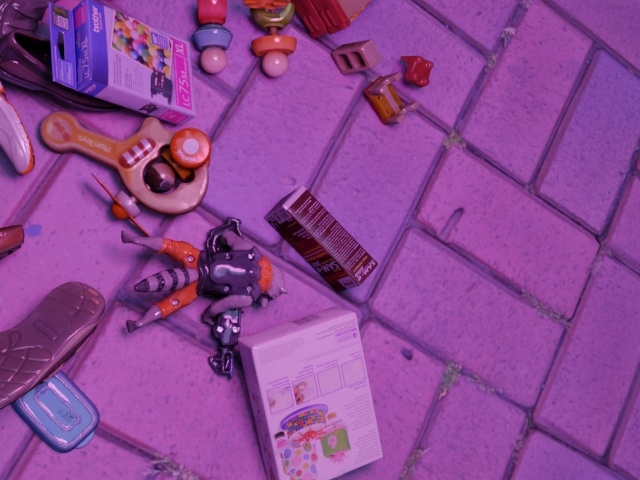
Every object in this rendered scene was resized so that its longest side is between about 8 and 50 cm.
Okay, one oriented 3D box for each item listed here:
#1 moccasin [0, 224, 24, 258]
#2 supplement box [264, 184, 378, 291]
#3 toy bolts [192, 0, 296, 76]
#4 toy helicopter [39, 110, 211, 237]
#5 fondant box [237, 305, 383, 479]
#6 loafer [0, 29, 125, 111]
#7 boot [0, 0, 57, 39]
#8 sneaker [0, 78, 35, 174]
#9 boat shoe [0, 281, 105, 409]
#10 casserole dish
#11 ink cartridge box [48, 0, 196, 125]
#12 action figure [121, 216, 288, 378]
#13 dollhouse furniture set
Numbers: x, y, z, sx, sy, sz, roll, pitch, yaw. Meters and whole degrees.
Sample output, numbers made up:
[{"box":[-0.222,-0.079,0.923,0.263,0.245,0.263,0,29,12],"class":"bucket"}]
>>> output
[{"box":[-0.742,-0.017,1.528,0.380,0.139,0.146,0,90,-13],"class":"moccasin"},{"box":[0.000,0.000,1.822,0.239,0.130,0.073,45,67,-8],"class":"supplement box"},{"box":[-0.163,-0.444,1.808,0.229,0.218,0.158,-2,88,-4],"class":"toy bolts"},{"box":[-0.404,-0.152,1.706,0.355,0.140,0.234,22,82,-6],"class":"toy helicopter"},{"box":[-0.018,0.329,1.735,0.239,0.096,0.330,-16,101,-24],"class":"fondant box"},{"box":[-0.491,-0.335,1.657,0.303,0.095,0.109,11,58,-37],"class":"loafer"},{"box":[-0.567,-0.478,1.691,0.338,0.118,0.222,7,97,-35],"class":"boot"},{"box":[-0.650,-0.233,1.625,0.121,0.099,0.262,-27,84,-16],"class":"sneaker"},{"box":[-0.535,0.224,1.535,0.132,0.130,0.355,38,52,16],"class":"boat shoe"},{"box":[-0.508,0.323,1.609,0.114,0.037,0.188,-44,99,-22],"class":"casserole dish"},{"box":[-0.390,-0.360,1.677,0.311,0.065,0.185,12,63,-45],"class":"ink cartridge box"},{"box":[-0.221,0.117,1.687,0.331,0.178,0.341,-5,86,-22],"class":"action figure"},{"box":[0.116,-0.477,1.967,0.201,0.152,0.374,-44,116,-23],"class":"dollhouse furniture set"}]
